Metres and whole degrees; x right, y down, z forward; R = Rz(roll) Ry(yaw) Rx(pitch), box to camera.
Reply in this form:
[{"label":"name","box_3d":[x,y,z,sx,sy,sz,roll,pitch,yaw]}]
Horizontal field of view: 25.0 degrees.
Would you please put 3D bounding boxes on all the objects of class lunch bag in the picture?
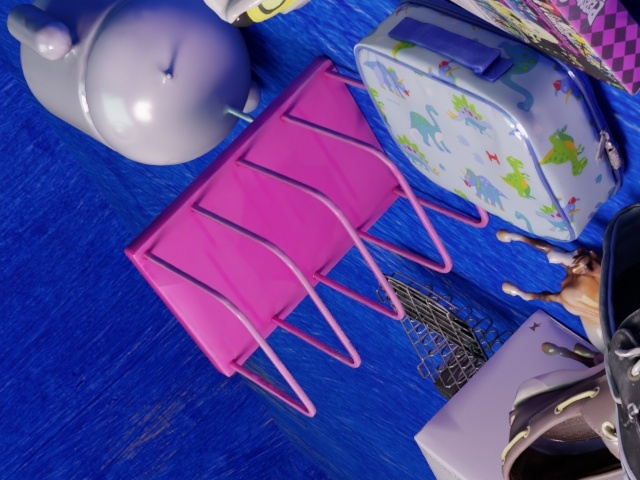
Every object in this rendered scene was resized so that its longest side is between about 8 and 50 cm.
[{"label":"lunch bag","box_3d":[0.134,-0.103,1.160,0.219,0.090,0.176,31,161,46]}]

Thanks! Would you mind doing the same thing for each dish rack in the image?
[{"label":"dish rack","box_3d":[0.180,0.135,1.768,0.208,0.074,0.271,28,157,47]}]

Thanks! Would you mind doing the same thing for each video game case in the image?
[{"label":"video game case","box_3d":[0.097,-0.198,0.944,0.210,0.042,0.232,38,-177,39]}]

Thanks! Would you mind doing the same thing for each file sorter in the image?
[{"label":"file sorter","box_3d":[0.000,0.000,1.445,0.182,0.290,0.202,26,156,47]}]

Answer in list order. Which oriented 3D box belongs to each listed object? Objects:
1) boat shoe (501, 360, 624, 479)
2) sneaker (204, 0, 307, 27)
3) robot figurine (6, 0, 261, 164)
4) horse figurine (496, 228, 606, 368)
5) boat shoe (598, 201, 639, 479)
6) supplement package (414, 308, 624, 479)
[{"label":"boat shoe","box_3d":[0.275,0.155,1.281,0.116,0.096,0.324,35,147,-16]},{"label":"sneaker","box_3d":[-0.038,-0.285,1.024,0.145,0.147,0.384,41,165,27]},{"label":"robot figurine","box_3d":[-0.213,-0.205,1.655,0.300,0.199,0.353,9,-167,-39]},{"label":"horse figurine","box_3d":[0.261,0.081,1.357,0.174,0.066,0.263,13,143,54]},{"label":"boat shoe","box_3d":[0.256,0.093,1.068,0.335,0.121,0.119,-96,-20,-58]},{"label":"supplement package","box_3d":[0.270,0.239,1.508,0.262,0.204,0.145,35,163,38]}]
